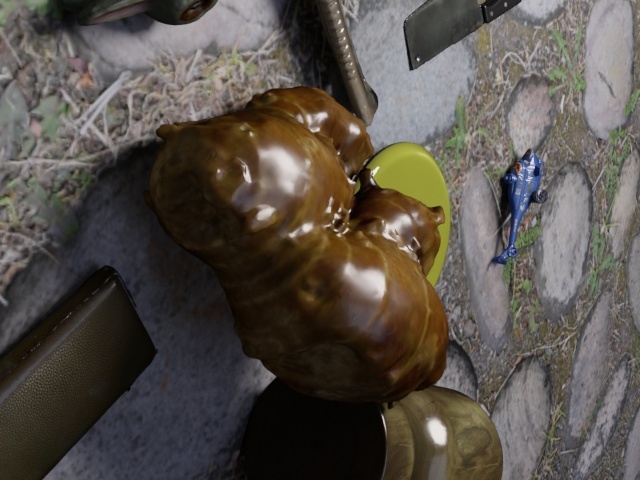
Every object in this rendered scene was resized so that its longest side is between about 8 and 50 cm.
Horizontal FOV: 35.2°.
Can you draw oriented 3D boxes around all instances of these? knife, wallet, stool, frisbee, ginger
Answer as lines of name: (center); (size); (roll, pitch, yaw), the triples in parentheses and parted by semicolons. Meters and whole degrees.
knife: (0.005, -0.265, 0.990); (0.089, 0.043, 0.365); (-82, 157, -49)
wallet: (-0.221, 0.122, 0.833); (0.198, 0.031, 0.110); (-49, 134, -33)
stool: (0.066, 0.237, 1.112); (0.264, 0.179, 0.179); (21, 83, -52)
knife: (0.179, -0.286, 1.244); (0.245, 0.019, 0.072); (-37, 126, -38)
frisbee: (0.093, -0.001, 1.213); (0.236, 0.017, 0.236); (-18, 113, -48)
ginger: (0.004, 0.011, 0.940); (0.357, 0.152, 0.274); (54, 30, -7)

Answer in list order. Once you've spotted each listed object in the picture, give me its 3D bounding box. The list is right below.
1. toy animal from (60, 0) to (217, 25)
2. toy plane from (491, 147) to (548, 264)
toy animal: (-0.105, -0.244, 0.841); (0.236, 0.138, 0.108); (-41, 150, -6)
toy plane: (0.275, -0.048, 1.413); (0.062, 0.054, 0.167); (11, 90, -28)
